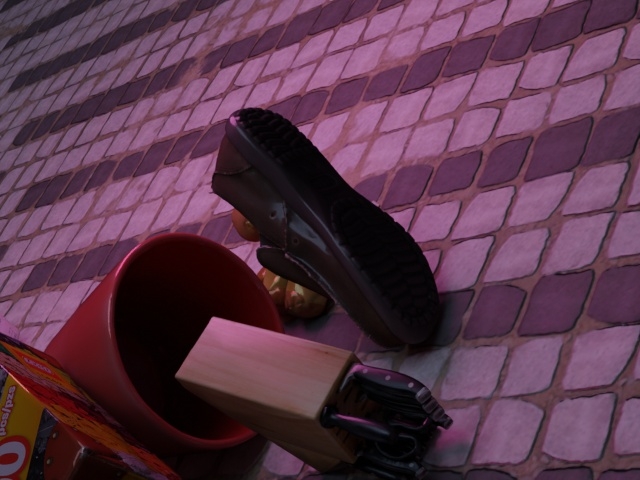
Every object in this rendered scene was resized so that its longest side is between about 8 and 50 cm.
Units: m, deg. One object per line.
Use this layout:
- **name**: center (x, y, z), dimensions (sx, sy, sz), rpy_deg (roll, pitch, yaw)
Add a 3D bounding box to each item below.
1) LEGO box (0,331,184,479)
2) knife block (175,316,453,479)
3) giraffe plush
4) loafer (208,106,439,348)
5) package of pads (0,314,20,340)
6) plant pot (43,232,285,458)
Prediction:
- **LEGO box**: center (-0.398, 0.378, 1.477), dimensions (0.372, 0.193, 0.500), rpy_deg (29, 87, 47)
- **knife block**: center (-0.004, 0.160, 1.470), dimensions (0.088, 0.276, 0.242), rpy_deg (-58, 1, -24)
- **giraffe plush**: center (-0.040, -0.025, 1.822), dimensions (0.181, 0.170, 0.210), rpy_deg (5, 56, 56)
- **loafer**: center (0.000, 0.000, 1.662), dimensions (0.366, 0.134, 0.130), rpy_deg (50, 125, 22)
- **package of pads**: center (-0.648, 0.262, 2.325), dimensions (0.296, 0.101, 0.229), rpy_deg (-30, 33, 24)
- **plant pot**: center (-0.217, 0.160, 1.746), dimensions (0.243, 0.275, 0.275), rpy_deg (-30, 31, 43)
